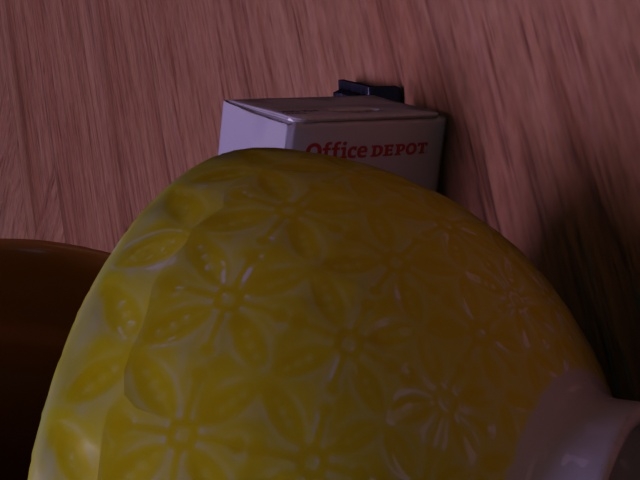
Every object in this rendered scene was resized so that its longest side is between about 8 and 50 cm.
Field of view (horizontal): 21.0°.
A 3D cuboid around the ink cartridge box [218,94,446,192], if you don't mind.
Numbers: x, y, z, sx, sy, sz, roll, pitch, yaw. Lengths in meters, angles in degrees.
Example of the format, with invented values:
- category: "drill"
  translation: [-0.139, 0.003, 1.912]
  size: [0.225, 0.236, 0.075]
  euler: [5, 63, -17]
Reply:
- category: "ink cartridge box"
  translation: [0.000, 0.000, 0.833]
  size: [0.056, 0.099, 0.135]
  euler: [23, 111, 47]

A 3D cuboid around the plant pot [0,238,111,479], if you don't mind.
- category: "plant pot"
  translation: [-0.135, 0.132, 0.781]
  size: [0.205, 0.205, 0.188]
  euler: [-117, 36, -51]

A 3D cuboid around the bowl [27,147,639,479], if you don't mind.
- category: "bowl"
  translation: [0.042, 0.110, 0.618]
  size: [0.156, 0.289, 0.289]
  euler: [2, 98, 30]

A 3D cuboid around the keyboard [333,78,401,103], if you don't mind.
- category: "keyboard"
  translation: [0.026, 0.007, 0.915]
  size: [0.108, 0.023, 0.180]
  euler: [-157, 63, -70]
